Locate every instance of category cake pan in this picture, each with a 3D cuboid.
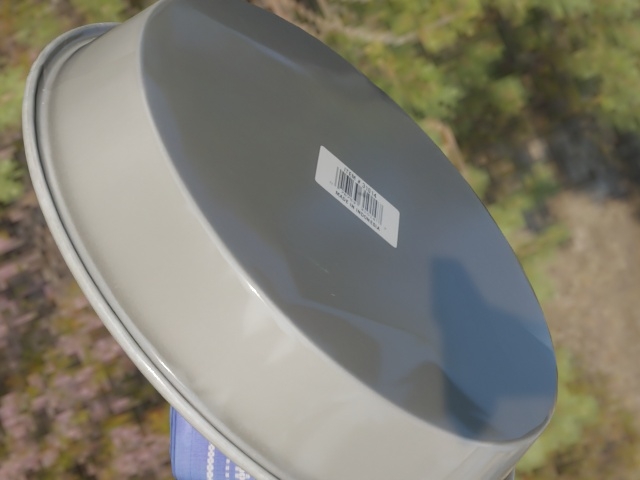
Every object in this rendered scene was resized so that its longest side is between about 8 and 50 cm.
[{"bbox_3d":[0.000,0.000,0.795,0.293,0.054,0.293,37,27,-22],"label":"cake pan"}]

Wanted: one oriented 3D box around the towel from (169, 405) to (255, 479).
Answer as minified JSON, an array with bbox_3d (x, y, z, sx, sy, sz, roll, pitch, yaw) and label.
[{"bbox_3d":[0.000,0.115,1.670,0.040,0.336,0.243,11,79,-60],"label":"towel"}]
